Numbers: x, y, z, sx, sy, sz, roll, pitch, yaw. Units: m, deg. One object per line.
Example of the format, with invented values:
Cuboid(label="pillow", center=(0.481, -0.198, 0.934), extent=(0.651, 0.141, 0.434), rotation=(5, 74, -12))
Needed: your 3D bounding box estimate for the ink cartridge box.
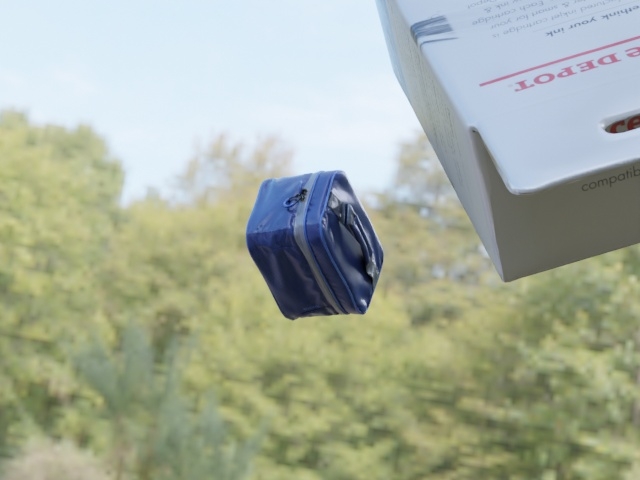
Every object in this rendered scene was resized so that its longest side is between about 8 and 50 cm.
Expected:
Cuboid(label="ink cartridge box", center=(0.086, -0.051, 0.546), extent=(0.104, 0.060, 0.180), rotation=(-16, 35, -2))

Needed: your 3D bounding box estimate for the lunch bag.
Cuboid(label="lunch bag", center=(0.000, 0.000, 1.095), extent=(0.065, 0.067, 0.098), rotation=(-6, -45, 24))
